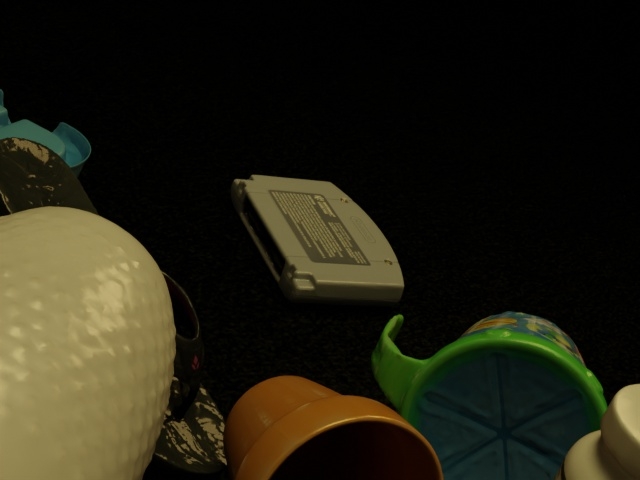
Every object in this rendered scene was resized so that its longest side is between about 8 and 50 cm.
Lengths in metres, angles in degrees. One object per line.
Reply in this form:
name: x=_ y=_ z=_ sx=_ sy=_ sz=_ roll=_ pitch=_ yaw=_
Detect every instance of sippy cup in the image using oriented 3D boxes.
sippy cup: x=0.223 y=0.191 z=1.339 sx=0.305 sy=0.240 sz=0.224 roll=60 pitch=18 yaw=-5

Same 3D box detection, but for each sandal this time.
sandal: x=-0.227 y=0.060 z=1.227 sx=0.445 sy=0.107 sz=0.167 roll=56 pitch=28 yaw=10

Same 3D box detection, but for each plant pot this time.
plant pot: x=-0.009 y=0.231 z=1.149 sx=0.205 sy=0.205 sz=0.188 roll=5 pitch=15 yaw=-25

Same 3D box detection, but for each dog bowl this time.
dog bowl: x=-0.474 y=-0.144 z=1.640 sx=0.297 sy=0.074 sz=0.166 roll=28 pitch=29 yaw=15

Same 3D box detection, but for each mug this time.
mug: x=-0.312 y=0.111 z=0.980 sx=0.374 sy=0.276 sz=0.328 roll=27 pitch=42 yaw=-2

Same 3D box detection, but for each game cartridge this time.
game cartridge: x=0.000 y=0.000 z=1.701 sx=0.198 sy=0.062 sz=0.297 roll=8 pitch=29 yaw=-29

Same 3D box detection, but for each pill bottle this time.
pill bottle: x=0.294 y=0.289 z=1.121 sx=0.162 sy=0.278 sz=0.162 roll=15 pitch=29 yaw=-9
